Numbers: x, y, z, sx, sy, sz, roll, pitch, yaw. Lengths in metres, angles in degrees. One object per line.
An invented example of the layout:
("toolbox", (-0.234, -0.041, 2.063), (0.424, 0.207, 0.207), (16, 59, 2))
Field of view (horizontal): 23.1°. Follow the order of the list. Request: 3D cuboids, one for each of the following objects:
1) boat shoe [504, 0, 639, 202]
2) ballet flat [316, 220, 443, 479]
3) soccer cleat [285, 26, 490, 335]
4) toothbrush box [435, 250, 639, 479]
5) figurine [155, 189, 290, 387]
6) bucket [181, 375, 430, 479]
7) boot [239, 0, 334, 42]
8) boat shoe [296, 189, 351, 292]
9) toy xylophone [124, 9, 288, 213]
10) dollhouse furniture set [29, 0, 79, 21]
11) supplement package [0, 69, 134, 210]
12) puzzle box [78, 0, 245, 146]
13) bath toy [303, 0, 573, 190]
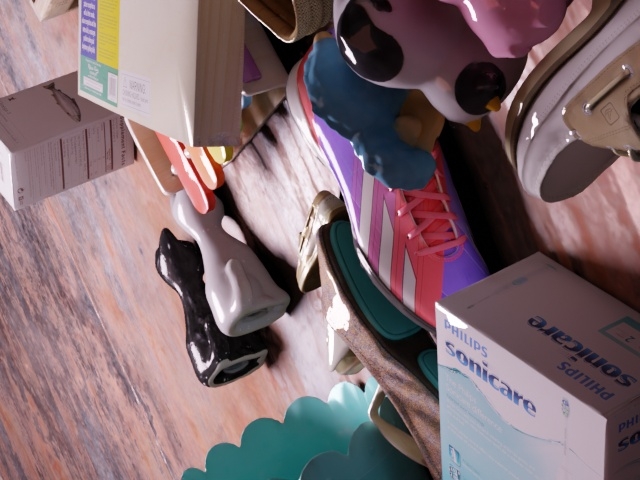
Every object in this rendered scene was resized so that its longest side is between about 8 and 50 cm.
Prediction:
("boat shoe", (0.225, -0.107, 1.122), (0.103, 0.113, 0.302), (60, 152, 23))
("ballet flat", (0.069, 0.125, 1.570), (0.106, 0.107, 0.316), (-47, 66, 28))
("soccer cleat", (0.075, -0.056, 1.441), (0.318, 0.108, 0.116), (62, 149, 12))
("toothbrush box", (0.216, 0.193, 1.365), (0.216, 0.126, 0.296), (34, 140, 46))
("figurine", (-0.138, 0.042, 1.919), (0.209, 0.092, 0.215), (58, 151, 22))
("bucket", (-0.004, 0.290, 1.689), (0.281, 0.281, 0.183), (-12, 106, 62))
("boot", (-0.015, -0.298, 1.287), (0.262, 0.203, 0.095), (60, 152, 6))
("boat shoe", (0.000, 0.000, 1.679), (0.045, 0.050, 0.135), (53, 140, 29))
("toy xylophone", (-0.138, -0.186, 1.732), (0.236, 0.081, 0.323), (58, 151, 15))
("dollhouse furniture set", (-0.343, -0.362, 1.897), (0.129, 0.129, 0.183), (62, 152, 7))
("supplement package", (-0.343, -0.135, 2.025), (0.105, 0.179, 0.105), (45, 147, 34))
("puzzle box", (-0.173, -0.260, 1.619), (0.409, 0.052, 0.272), (-152, 62, -63))
("bath toy", (0.112, -0.173, 1.111), (0.348, 0.151, 0.129), (127, 141, -53))
